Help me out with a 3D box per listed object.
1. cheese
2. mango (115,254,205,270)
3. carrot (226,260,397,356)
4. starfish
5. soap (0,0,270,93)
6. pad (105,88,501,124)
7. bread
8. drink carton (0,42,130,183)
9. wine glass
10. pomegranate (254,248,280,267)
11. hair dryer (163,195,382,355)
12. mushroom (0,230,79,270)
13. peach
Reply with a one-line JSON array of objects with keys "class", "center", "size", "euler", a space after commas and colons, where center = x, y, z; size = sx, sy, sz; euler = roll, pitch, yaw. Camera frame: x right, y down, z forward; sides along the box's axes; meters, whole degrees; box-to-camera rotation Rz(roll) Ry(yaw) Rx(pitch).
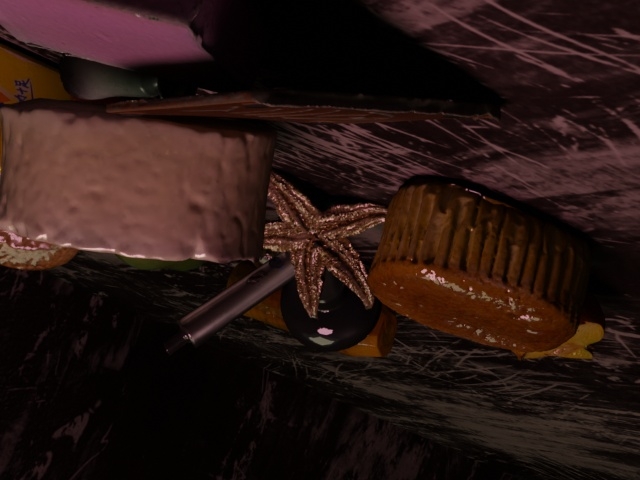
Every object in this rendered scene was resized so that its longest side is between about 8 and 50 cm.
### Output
[{"class": "cheese", "center": [-0.198, -0.072, 1.520], "size": [0.292, 0.153, 0.332], "euler": [7, -176, 3]}, {"class": "mango", "center": [-0.227, -0.031, 1.975], "size": [0.114, 0.156, 0.251], "euler": [-15, 163, 27]}, {"class": "carrot", "center": [-0.013, 0.120, 2.366], "size": [0.301, 0.114, 0.114], "euler": [17, 168, 28]}, {"class": "starfish", "center": [0.000, 0.000, 1.804], "size": [0.240, 0.043, 0.227], "euler": [-12, 116, 23]}, {"class": "soap", "center": [-0.189, -0.218, 1.259], "size": [0.259, 0.081, 0.181], "euler": [15, 169, 19]}, {"class": "pad", "center": [-0.017, -0.123, 1.294], "size": [0.284, 0.018, 0.286], "euler": [-1, -176, -37]}, {"class": "bread", "center": [0.186, 0.035, 1.617], "size": [0.253, 0.142, 0.227], "euler": [25, 160, -11]}, {"class": "drink carton", "center": [-0.397, -0.156, 1.692], "size": [0.351, 0.155, 0.111], "euler": [23, 167, -14]}, {"class": "wine glass", "center": [-0.204, -0.180, 1.480], "size": [0.155, 0.072, 0.072], "euler": [11, 164, 35]}, {"class": "pomegranate", "center": [-0.072, 0.012, 2.091], "size": [0.073, 0.073, 0.084], "euler": [28, 161, -30]}, {"class": "hair dryer", "center": [-0.083, 0.070, 1.995], "size": [0.284, 0.156, 0.320], "euler": [-24, 152, 7]}, {"class": "mushroom", "center": [-0.499, -0.038, 1.930], "size": [0.260, 0.345, 0.345], "euler": [61, 162, -3]}, {"class": "peach", "center": [0.293, 0.096, 1.769], "size": [0.151, 0.118, 0.151], "euler": [-5, 159, -2]}]
